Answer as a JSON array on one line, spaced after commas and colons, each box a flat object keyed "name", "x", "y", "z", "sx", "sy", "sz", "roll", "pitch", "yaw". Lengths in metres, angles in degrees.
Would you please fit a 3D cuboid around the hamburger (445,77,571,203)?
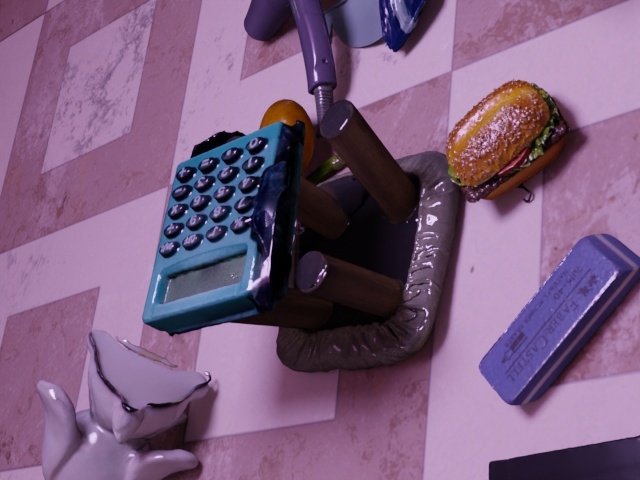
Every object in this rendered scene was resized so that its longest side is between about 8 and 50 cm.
[{"name": "hamburger", "x": 0.227, "y": -0.133, "z": 1.472, "sx": 0.166, "sy": 0.087, "sz": 0.137, "roll": -39, "pitch": 35, "yaw": 17}]

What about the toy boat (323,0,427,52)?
[{"name": "toy boat", "x": 0.080, "y": -0.404, "z": 1.815, "sx": 0.292, "sy": 0.070, "sz": 0.210, "roll": 19, "pitch": 98, "yaw": 58}]

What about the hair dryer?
[{"name": "hair dryer", "x": -0.036, "y": -0.320, "z": 1.863, "sx": 0.301, "sy": 0.121, "sz": 0.361, "roll": 130, "pitch": 133, "yaw": -60}]

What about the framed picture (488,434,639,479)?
[{"name": "framed picture", "x": 0.310, "y": 0.330, "z": 1.188, "sx": 0.339, "sy": 0.014, "sz": 0.255, "roll": -21, "pitch": 55, "yaw": 41}]

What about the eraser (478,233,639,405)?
[{"name": "eraser", "x": 0.279, "y": 0.091, "z": 1.341, "sx": 0.225, "sy": 0.036, "sz": 0.082, "roll": -53, "pitch": 37, "yaw": 13}]

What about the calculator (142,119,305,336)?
[{"name": "calculator", "x": -0.125, "y": -0.019, "z": 1.489, "sx": 0.248, "sy": 0.058, "sz": 0.274, "roll": -16, "pitch": 56, "yaw": 43}]

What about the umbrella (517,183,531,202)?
[{"name": "umbrella", "x": 0.243, "y": -0.087, "z": 1.504, "sx": 0.122, "sy": 0.013, "sz": 0.022, "roll": 53, "pitch": 132, "yaw": 48}]

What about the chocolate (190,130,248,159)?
[{"name": "chocolate", "x": -0.149, "y": -0.123, "z": 1.890, "sx": 0.156, "sy": 0.156, "sz": 0.133, "roll": -54, "pitch": 22, "yaw": 11}]

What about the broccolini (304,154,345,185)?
[{"name": "broccolini", "x": -0.052, "y": -0.068, "z": 1.791, "sx": 0.216, "sy": 0.058, "sz": 0.067, "roll": -38, "pitch": 41, "yaw": 27}]

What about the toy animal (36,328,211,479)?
[{"name": "toy animal", "x": -0.304, "y": 0.298, "z": 1.762, "sx": 0.174, "sy": 0.249, "sz": 0.289, "roll": -67, "pitch": -18, "yaw": -62}]

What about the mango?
[{"name": "mango", "x": -0.053, "y": -0.160, "z": 1.777, "sx": 0.115, "sy": 0.089, "sz": 0.165, "roll": 100, "pitch": 177, "yaw": -47}]

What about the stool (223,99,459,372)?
[{"name": "stool", "x": 0.000, "y": 0.000, "z": 1.561, "sx": 0.310, "sy": 0.226, "sz": 0.310, "roll": -15, "pitch": 57, "yaw": 45}]
